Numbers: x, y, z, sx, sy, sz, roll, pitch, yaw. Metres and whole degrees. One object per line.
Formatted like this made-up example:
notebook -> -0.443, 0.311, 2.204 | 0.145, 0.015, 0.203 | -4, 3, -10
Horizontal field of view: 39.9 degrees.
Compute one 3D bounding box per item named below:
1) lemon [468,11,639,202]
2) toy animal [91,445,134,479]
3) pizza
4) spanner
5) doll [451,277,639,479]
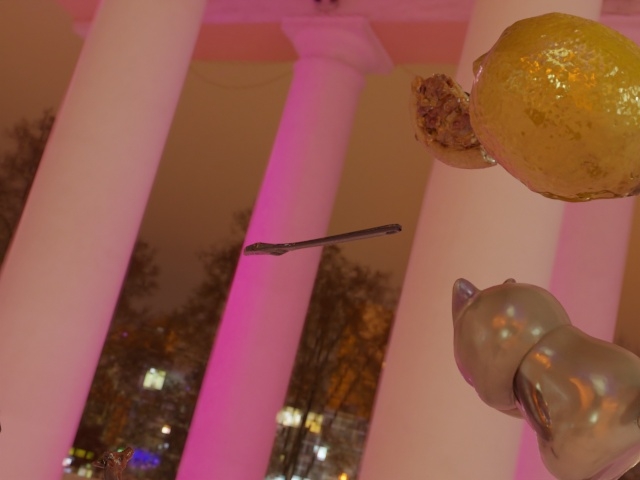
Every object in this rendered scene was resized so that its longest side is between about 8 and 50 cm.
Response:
lemon -> 0.242, -0.130, 0.870 | 0.193, 0.180, 0.181 | 29, -1, 42
toy animal -> -0.230, 0.391, 1.068 | 0.066, 0.224, 0.229 | -4, -42, 35
pizza -> 0.206, -0.196, 1.439 | 0.058, 0.246, 0.127 | 19, -50, -44
spanner -> 0.000, 0.000, 1.113 | 0.209, 0.012, 0.046 | -9, -15, 13
doll -> 0.352, 0.213, 1.320 | 0.215, 0.226, 0.370 | -2, 28, -43
